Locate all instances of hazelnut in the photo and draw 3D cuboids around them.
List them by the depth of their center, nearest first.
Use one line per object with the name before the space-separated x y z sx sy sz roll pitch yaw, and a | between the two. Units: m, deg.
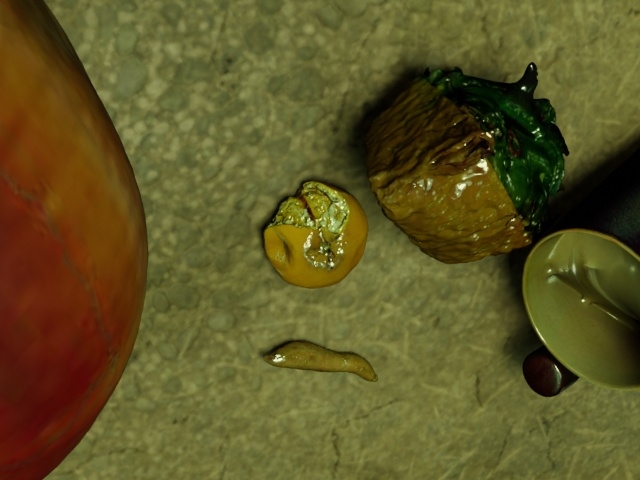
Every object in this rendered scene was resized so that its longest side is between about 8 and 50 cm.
hazelnut | -0.286 -0.028 0.755 0.359 0.359 0.409 -32 116 -8

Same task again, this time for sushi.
sushi | 0.109 -0.069 0.990 0.140 0.149 0.287 -19 160 12

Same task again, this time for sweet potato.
sweet potato | 0.003 0.099 1.094 0.115 0.026 0.026 11 107 -31

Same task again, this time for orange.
orange | 0.000 0.000 1.029 0.086 0.062 0.086 -10 118 -19

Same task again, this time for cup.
cup | 0.268 0.048 1.072 0.177 0.166 0.239 -33 137 -38
